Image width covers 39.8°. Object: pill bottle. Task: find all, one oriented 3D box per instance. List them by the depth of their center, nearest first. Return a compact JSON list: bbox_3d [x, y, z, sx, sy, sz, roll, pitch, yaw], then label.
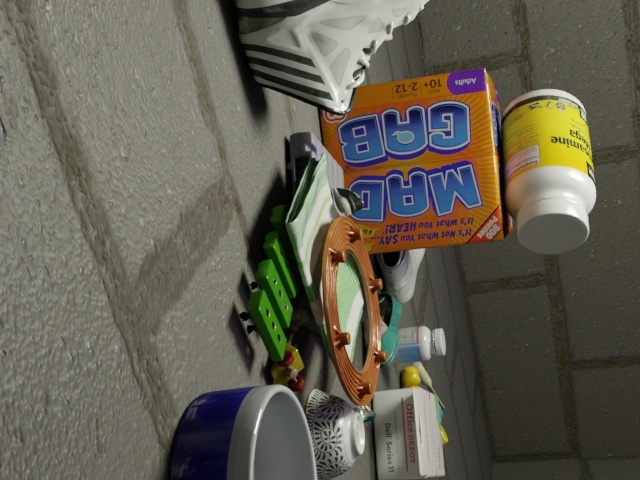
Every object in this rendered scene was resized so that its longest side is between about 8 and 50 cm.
[{"bbox_3d":[0.483,-0.145,1.875,0.188,0.188,0.334,64,25,-50],"label":"pill bottle"},{"bbox_3d":[0.221,0.254,2.158,0.087,0.160,0.087,-6,90,-75],"label":"pill bottle"}]

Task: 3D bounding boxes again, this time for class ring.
[{"bbox_3d":[0.068,0.122,1.560,0.336,0.032,0.336,-7,90,-74],"label":"ring"}]

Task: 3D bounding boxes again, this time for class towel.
[{"bbox_3d":[0.017,0.042,1.537,0.248,0.038,0.325,-72,151,-55],"label":"towel"}]

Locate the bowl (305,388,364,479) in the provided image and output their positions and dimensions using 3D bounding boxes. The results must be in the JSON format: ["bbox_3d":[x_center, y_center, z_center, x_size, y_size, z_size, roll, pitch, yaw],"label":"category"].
[{"bbox_3d":[0.033,0.350,1.587,0.170,0.080,0.170,-6,90,-75],"label":"bowl"}]

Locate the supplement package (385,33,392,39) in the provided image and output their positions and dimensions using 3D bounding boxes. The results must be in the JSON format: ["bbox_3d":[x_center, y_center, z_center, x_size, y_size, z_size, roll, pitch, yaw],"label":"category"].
[{"bbox_3d":[0.019,-0.459,1.704,0.293,0.177,0.175,-42,123,-72],"label":"supplement package"}]

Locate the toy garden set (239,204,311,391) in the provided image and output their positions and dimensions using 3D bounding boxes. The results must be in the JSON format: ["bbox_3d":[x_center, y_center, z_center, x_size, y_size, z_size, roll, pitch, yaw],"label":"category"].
[{"bbox_3d":[-0.066,0.099,1.404,0.244,0.049,0.204,-79,155,-50],"label":"toy garden set"}]

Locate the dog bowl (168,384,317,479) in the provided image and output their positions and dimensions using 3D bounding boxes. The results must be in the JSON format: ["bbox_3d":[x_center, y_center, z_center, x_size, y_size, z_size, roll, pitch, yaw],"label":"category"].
[{"bbox_3d":[-0.089,0.318,1.110,0.265,0.104,0.265,-7,90,-75],"label":"dog bowl"}]

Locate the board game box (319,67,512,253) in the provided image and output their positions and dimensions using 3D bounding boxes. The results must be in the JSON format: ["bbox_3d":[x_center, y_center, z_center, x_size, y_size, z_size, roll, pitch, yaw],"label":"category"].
[{"bbox_3d":[0.228,-0.169,1.995,0.356,0.356,0.356,-14,98,-74],"label":"board game box"}]

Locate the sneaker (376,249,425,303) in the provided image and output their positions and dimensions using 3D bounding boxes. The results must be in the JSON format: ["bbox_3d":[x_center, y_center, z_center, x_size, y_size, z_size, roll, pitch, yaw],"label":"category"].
[{"bbox_3d":[0.212,0.003,2.340,0.169,0.108,0.292,71,20,-46],"label":"sneaker"}]

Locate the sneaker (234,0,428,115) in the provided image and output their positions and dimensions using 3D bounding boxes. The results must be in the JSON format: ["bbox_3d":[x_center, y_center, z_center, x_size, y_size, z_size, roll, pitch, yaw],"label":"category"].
[{"bbox_3d":[0.072,-0.364,1.502,0.169,0.447,0.257,-134,-149,-58],"label":"sneaker"}]

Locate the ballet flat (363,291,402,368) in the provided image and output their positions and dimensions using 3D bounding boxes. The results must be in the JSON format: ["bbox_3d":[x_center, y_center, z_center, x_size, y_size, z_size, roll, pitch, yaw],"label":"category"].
[{"bbox_3d":[0.136,0.200,2.064,0.087,0.083,0.247,51,26,-17],"label":"ballet flat"}]

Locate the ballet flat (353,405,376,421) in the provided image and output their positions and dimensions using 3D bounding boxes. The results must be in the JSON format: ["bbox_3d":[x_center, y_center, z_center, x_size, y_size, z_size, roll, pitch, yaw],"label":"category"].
[{"bbox_3d":[0.091,0.365,1.873,0.114,0.041,0.041,32,53,-72],"label":"ballet flat"}]

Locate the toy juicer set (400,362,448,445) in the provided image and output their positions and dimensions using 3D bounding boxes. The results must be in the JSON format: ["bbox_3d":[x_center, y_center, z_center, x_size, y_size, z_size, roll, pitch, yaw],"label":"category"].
[{"bbox_3d":[0.267,0.439,2.429,0.209,0.089,0.329,61,11,-4],"label":"toy juicer set"}]

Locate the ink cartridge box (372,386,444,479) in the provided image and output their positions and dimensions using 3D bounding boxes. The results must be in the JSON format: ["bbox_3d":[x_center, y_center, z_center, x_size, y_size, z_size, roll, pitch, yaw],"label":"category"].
[{"bbox_3d":[0.205,0.460,2.085,0.353,0.119,0.207,43,42,-69],"label":"ink cartridge box"}]

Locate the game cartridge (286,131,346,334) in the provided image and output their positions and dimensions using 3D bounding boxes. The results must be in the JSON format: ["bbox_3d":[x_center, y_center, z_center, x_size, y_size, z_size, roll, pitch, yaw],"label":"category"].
[{"bbox_3d":[0.000,0.000,1.667,0.230,0.068,0.355,50,36,-70],"label":"game cartridge"}]

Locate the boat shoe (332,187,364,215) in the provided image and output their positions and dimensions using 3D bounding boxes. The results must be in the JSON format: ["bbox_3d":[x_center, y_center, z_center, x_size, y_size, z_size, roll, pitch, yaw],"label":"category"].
[{"bbox_3d":[0.050,-0.076,1.636,0.125,0.038,0.046,-135,-153,-76],"label":"boat shoe"}]
